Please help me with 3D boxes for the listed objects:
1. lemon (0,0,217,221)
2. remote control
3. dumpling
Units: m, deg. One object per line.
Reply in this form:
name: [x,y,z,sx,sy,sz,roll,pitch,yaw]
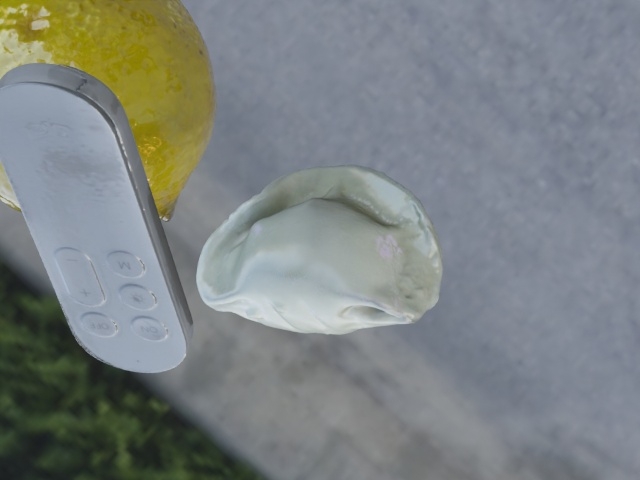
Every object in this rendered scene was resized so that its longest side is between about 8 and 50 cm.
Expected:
lemon: [-0.211,-0.136,1.395,0.253,0.228,0.228,50,159,20]
remote control: [-0.128,-0.006,0.935,0.077,0.022,0.245,2,139,13]
dumpling: [-0.002,0.000,1.200,0.169,0.134,0.100,-7,153,36]
